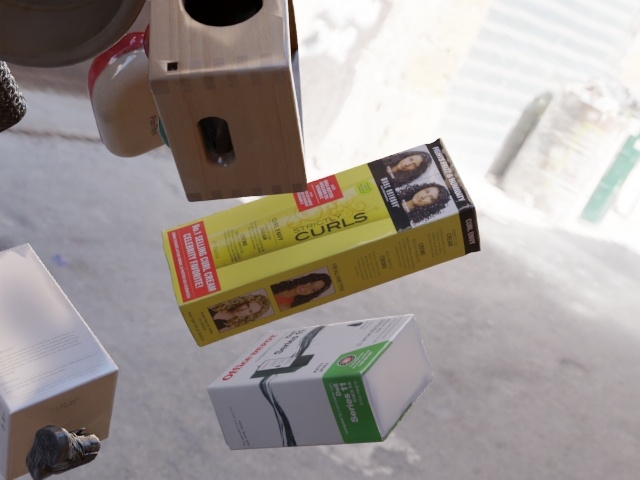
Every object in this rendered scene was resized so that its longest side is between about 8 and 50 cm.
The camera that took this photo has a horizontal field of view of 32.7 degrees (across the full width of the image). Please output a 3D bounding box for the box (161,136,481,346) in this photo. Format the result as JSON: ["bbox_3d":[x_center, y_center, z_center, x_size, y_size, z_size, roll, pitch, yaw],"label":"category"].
[{"bbox_3d":[0.000,0.000,0.842,0.058,0.232,0.087,72,0,-49],"label":"box"}]

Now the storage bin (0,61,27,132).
[{"bbox_3d":[-0.373,-0.172,1.025,0.180,0.122,0.084,54,-13,27],"label":"storage bin"}]

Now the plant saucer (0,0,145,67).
[{"bbox_3d":[-0.189,-0.214,0.550,0.278,0.278,0.041,30,51,10],"label":"plant saucer"}]

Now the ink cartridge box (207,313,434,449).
[{"bbox_3d":[0.000,0.161,1.231,0.208,0.086,0.153,-10,17,31],"label":"ink cartridge box"}]

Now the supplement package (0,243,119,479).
[{"bbox_3d":[-0.461,0.179,1.657,0.178,0.175,0.293,-20,54,-34],"label":"supplement package"}]

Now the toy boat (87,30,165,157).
[{"bbox_3d":[-0.274,-0.234,1.589,0.151,0.151,0.231,61,-14,16],"label":"toy boat"}]

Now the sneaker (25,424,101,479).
[{"bbox_3d":[-0.318,0.261,1.379,0.089,0.170,0.051,-18,72,-35],"label":"sneaker"}]

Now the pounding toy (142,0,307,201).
[{"bbox_3d":[-0.066,-0.161,0.694,0.094,0.181,0.206,-5,59,2],"label":"pounding toy"}]
